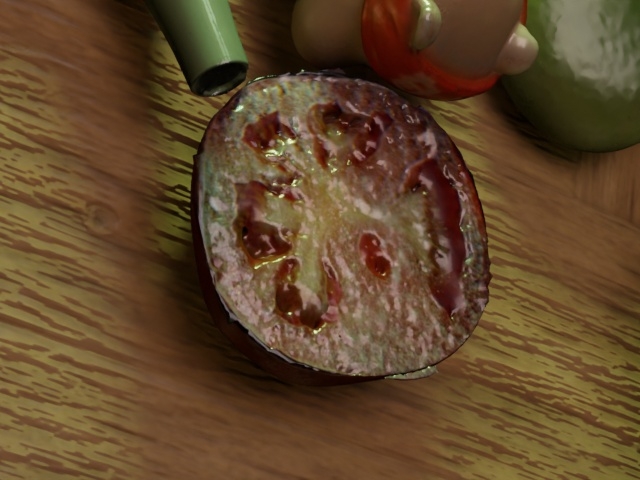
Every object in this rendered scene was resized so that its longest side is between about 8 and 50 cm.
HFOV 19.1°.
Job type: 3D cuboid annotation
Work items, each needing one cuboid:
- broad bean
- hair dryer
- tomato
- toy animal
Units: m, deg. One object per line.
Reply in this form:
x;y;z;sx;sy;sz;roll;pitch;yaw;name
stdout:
0.216;-0.194;1.436;0.189;0.121;0.263;23;63;-22;broad bean
-0.139;-0.172;1.209;0.225;0.088;0.219;-34;75;-32;hair dryer
0.000;0.000;1.241;0.225;0.085;0.225;10;68;-26;tomato
0.058;-0.184;1.307;0.171;0.171;0.198;-4;56;-34;toy animal
